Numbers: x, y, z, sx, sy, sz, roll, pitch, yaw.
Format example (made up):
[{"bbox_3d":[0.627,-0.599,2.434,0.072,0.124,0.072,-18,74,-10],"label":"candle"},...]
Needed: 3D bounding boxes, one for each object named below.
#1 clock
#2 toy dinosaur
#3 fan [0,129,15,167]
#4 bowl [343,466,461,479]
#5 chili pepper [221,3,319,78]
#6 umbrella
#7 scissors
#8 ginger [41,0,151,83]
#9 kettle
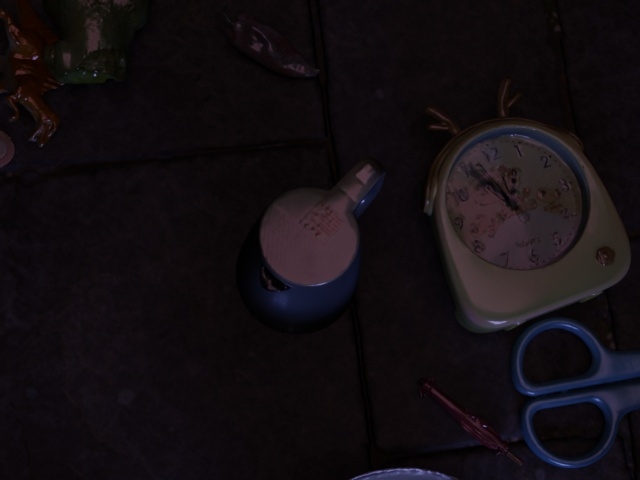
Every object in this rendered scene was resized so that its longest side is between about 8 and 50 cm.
[{"bbox_3d":[0.243,-0.051,1.494,0.235,0.096,0.308,-19,81,-7],"label":"clock"},{"bbox_3d":[-0.373,-0.243,1.504,0.142,0.057,0.212,26,79,-11],"label":"toy dinosaur"},{"bbox_3d":[-0.516,-0.114,1.489,0.227,0.008,0.152,28,79,0],"label":"fan"},{"bbox_3d":[0.089,0.433,1.354,0.337,0.157,0.337,1,80,-5],"label":"bowl"},{"bbox_3d":[-0.071,-0.257,1.538,0.153,0.041,0.050,32,98,-14],"label":"chili pepper"},{"bbox_3d":[0.190,0.229,1.470,0.165,0.027,0.025,40,34,5],"label":"umbrella"},{"bbox_3d":[0.468,0.168,1.502,0.447,0.029,0.192,-9,80,-6],"label":"scissors"},{"bbox_3d":[-0.284,-0.334,1.513,0.137,0.089,0.290,17,80,13],"label":"ginger"},{"bbox_3d":[0.000,0.000,1.390,0.210,0.243,0.160,-43,85,-12],"label":"kettle"}]
